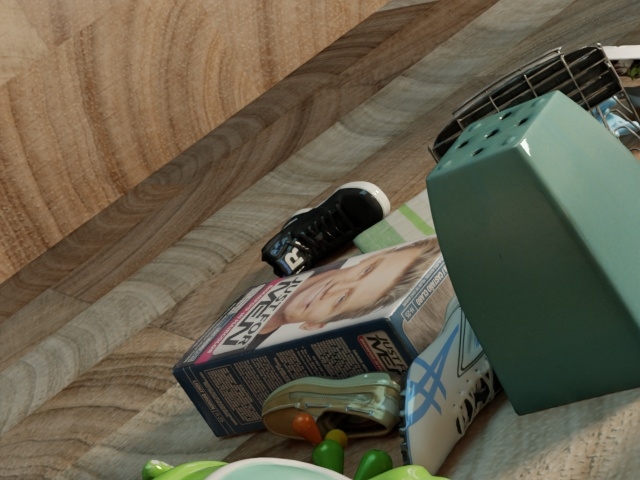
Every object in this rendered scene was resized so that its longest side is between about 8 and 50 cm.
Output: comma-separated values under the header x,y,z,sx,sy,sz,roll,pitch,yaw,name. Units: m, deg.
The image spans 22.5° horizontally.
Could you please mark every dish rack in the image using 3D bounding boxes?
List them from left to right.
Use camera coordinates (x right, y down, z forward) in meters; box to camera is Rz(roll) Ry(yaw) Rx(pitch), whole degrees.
x,y,z,sx,sy,sz,roll,pitch,yaw,name
0.229,-0.066,1.563,0.208,0.271,0.074,-32,35,6,dish rack

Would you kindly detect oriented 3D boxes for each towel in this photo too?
x,y,z,sx,sy,sz,roll,pitch,yaw,name
0.200,-0.057,2.006,0.325,0.038,0.248,-34,15,0,towel

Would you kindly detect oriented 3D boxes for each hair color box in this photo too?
x,y,z,sx,sy,sz,roll,pitch,yaw,name
0.016,0.103,1.746,0.347,0.105,0.174,-17,23,44,hair color box

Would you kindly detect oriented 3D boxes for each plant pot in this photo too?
x,y,z,sx,sy,sz,roll,pitch,yaw,name
0.211,-0.001,1.430,0.165,0.234,0.165,-20,20,40,plant pot

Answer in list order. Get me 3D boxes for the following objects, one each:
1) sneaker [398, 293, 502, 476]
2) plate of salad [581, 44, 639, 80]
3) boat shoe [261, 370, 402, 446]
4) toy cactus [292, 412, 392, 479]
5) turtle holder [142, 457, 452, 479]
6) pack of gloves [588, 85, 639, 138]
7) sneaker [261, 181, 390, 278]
x,y,z,sx,sy,sz,roll,pitch,yaw,name
0.131,0.130,1.490,0.086,0.085,0.237,4,39,23,sneaker
0.405,-0.210,1.918,0.200,0.048,0.200,-2,7,0,plate of salad
0.005,0.178,1.622,0.190,0.068,0.072,-18,33,42,boat shoe
-0.002,0.245,1.388,0.180,0.112,0.219,-49,28,-17,toy cactus
-0.018,0.274,1.135,0.228,0.243,0.320,-6,-13,29,turtle holder
0.356,-0.166,1.894,0.195,0.046,0.232,-20,14,-15,pack of gloves
0.000,0.000,2.166,0.121,0.079,0.217,-48,13,-34,sneaker
